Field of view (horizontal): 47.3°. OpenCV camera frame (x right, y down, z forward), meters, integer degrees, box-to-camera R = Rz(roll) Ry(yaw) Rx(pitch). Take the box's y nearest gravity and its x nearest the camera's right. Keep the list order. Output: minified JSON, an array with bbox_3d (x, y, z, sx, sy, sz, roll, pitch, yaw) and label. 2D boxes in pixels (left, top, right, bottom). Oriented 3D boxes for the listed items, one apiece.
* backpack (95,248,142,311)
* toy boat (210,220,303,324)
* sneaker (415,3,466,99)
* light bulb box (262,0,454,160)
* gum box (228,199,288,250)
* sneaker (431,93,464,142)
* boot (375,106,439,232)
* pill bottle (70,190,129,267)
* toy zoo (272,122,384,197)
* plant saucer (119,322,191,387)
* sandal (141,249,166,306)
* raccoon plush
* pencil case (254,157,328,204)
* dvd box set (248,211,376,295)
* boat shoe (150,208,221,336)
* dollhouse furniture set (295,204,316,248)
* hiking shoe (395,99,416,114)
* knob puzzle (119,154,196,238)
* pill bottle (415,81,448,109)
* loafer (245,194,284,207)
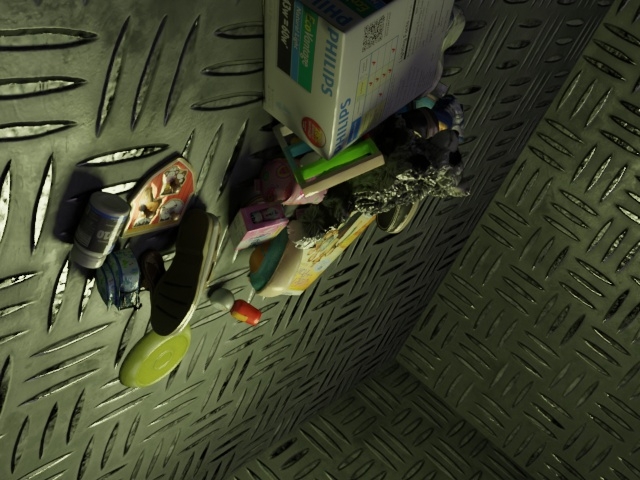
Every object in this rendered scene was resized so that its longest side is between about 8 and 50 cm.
[{"bbox_3d":[-0.426,0.080,1.544,0.084,0.105,0.114,-7,126,-32],"label":"backpack"},{"bbox_3d":[-0.170,0.091,1.990,0.318,0.148,0.267,-55,-166,22],"label":"toy boat"},{"bbox_3d":[0.278,-0.518,2.003,0.122,0.110,0.283,-7,132,-36],"label":"sneaker"},{"bbox_3d":[0.078,-0.429,1.543,0.361,0.225,0.358,-38,155,-27],"label":"light bulb box"},{"bbox_3d":[-0.155,-0.038,1.805,0.107,0.062,0.188,-15,170,-20],"label":"gum box"},{"bbox_3d":[0.347,-0.366,2.131,0.296,0.111,0.131,-2,100,-68],"label":"sneaker"},{"bbox_3d":[0.141,-0.174,1.939,0.284,0.138,0.377,-8,133,-31],"label":"boot"},{"bbox_3d":[-0.428,-0.019,1.411,0.078,0.078,0.137,-12,137,-58],"label":"pill bottle"},{"bbox_3d":[0.006,-0.232,1.676,0.192,0.293,0.030,-23,135,-2],"label":"toy zoo"},{"bbox_3d":[-0.438,0.315,1.990,0.241,0.037,0.241,-41,156,-23],"label":"plant saucer"},{"bbox_3d":[-0.392,0.091,1.709,0.072,0.049,0.180,-49,147,-39],"label":"sandal"},{"bbox_3d":[0.151,-0.128,1.802,0.446,0.216,0.299,-32,148,23],"label":"raccoon plush"},{"bbox_3d":[-0.048,-0.152,1.903,0.284,0.124,0.124,-9,134,-58],"label":"pencil case"},{"bbox_3d":[0.000,0.000,2.222,0.420,0.062,0.307,-46,160,11],"label":"dvd box set"},{"bbox_3d":[-0.299,0.081,1.702,0.302,0.113,0.103,-69,158,-1],"label":"boat shoe"},{"bbox_3d":[-0.011,-0.040,1.929,0.091,0.114,0.081,-7,172,-9],"label":"dollhouse furniture set"},{"bbox_3d":[0.177,-0.297,2.083,0.132,0.113,0.304,-40,159,-52],"label":"hiking shoe"},{"bbox_3d":[-0.328,-0.092,1.557,0.213,0.030,0.213,-41,156,-23],"label":"knob puzzle"},{"bbox_3d":[0.319,-0.415,2.230,0.160,0.087,0.087,-57,158,17],"label":"pill bottle"},{"bbox_3d":[-0.142,-0.093,1.906,0.125,0.039,0.045,-22,146,-51],"label":"loafer"}]
